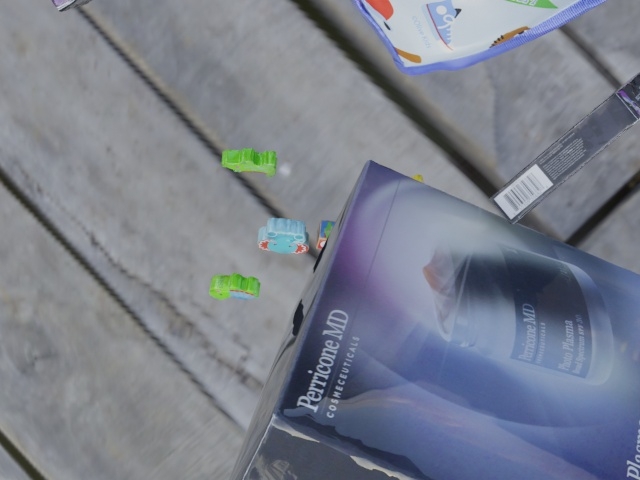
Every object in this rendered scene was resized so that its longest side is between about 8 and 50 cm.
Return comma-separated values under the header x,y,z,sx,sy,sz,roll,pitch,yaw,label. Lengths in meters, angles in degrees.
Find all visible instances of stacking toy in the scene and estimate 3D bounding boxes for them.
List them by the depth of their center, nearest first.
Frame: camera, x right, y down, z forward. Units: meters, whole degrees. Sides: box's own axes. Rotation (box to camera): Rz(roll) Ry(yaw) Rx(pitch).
x,y,z,sx,sy,sz,roll,pitch,yaw,label
0.000,0.000,1.643,0.221,0.052,0.167,9,60,-6,stacking toy

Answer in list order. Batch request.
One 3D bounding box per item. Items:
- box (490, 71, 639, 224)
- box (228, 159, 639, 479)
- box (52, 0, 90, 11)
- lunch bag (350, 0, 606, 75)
x,y,z,sx,sy,sz,roll,pitch,yaw,label
0.187,-0.069,1.166,0.116,0.162,0.029,-41,86,20,box
0.106,0.136,1.118,0.294,0.182,0.296,22,38,-2,box
-0.182,-0.312,1.287,0.153,0.108,0.207,-26,100,16,box
0.165,-0.374,1.534,0.385,0.239,0.328,-32,125,6,lunch bag
